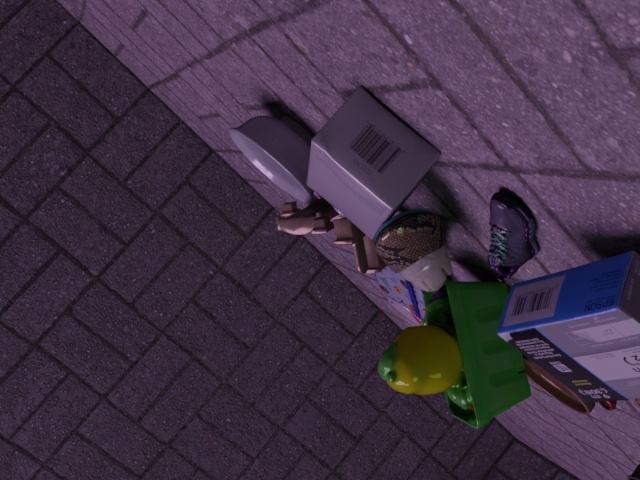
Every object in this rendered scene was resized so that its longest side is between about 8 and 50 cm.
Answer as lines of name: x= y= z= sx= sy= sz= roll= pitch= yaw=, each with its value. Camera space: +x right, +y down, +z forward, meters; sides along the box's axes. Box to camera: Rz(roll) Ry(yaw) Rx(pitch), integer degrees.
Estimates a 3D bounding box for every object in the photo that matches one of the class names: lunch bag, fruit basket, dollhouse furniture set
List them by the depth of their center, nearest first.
fruit basket: x=0.302 y=0.281 z=1.840 sx=0.392 sy=0.392 sz=0.283 roll=41 pitch=172 yaw=-3
dollhouse furniture set: x=0.000 y=0.000 z=1.981 sx=0.355 sy=0.303 sz=0.174 roll=-4 pitch=104 yaw=30
lunch bag: x=0.261 y=0.101 z=2.180 sx=0.243 sy=0.115 sz=0.303 roll=37 pitch=162 yaw=37

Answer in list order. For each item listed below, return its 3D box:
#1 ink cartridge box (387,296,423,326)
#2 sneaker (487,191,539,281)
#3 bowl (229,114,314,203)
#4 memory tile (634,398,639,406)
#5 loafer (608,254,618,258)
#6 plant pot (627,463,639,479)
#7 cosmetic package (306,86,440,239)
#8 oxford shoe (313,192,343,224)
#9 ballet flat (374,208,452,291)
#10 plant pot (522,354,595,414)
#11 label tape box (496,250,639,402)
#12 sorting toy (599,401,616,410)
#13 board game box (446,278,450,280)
ink cartridge box: x=0.346 y=0.232 z=2.589 sx=0.207 sy=0.117 sz=0.283 roll=39 pitch=172 yaw=13
sneaker: x=0.349 y=0.002 z=1.390 sx=0.083 sy=0.098 sz=0.224 roll=34 pitch=170 yaw=39
bowl: x=-0.097 y=-0.246 z=2.030 sx=0.298 sy=0.134 sz=0.298 roll=40 pitch=171 yaw=7
memory tile: x=0.792 y=0.394 z=1.740 sx=0.113 sy=0.012 sz=0.148 roll=36 pitch=170 yaw=30
loafer: x=0.521 y=0.111 z=1.247 sx=0.078 sy=0.076 sz=0.223 roll=44 pitch=173 yaw=46
plant pot: x=0.816 y=0.515 z=1.688 sx=0.167 sy=0.165 sz=0.167 roll=32 pitch=169 yaw=7
cosmetic package: x=0.097 y=-0.148 z=1.584 sx=0.217 sy=0.156 sz=0.385 roll=41 pitch=173 yaw=2
oxford shoe: x=-0.015 y=-0.148 z=2.302 sx=0.271 sy=0.098 sz=0.097 roll=43 pitch=172 yaw=-13
ballet flat: x=0.230 y=0.034 z=1.713 sx=0.182 sy=0.164 sz=0.483 roll=61 pitch=-175 yaw=6
plant pot: x=0.608 y=0.323 z=1.877 sx=0.237 sy=0.110 sz=0.237 roll=40 pitch=173 yaw=6
label tape box: x=0.500 y=0.180 z=1.193 sx=0.347 sy=0.115 sz=0.249 roll=38 pitch=149 yaw=-16
sorting toy: x=0.739 y=0.397 z=1.946 sx=0.102 sy=0.042 sz=0.061 roll=53 pitch=157 yaw=2
board game box: x=0.408 y=0.165 z=2.231 sx=0.259 sy=0.039 sz=0.124 roll=37 pitch=171 yaw=43
